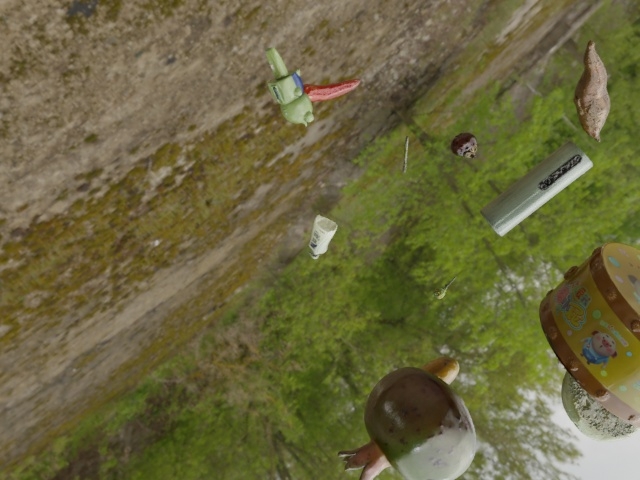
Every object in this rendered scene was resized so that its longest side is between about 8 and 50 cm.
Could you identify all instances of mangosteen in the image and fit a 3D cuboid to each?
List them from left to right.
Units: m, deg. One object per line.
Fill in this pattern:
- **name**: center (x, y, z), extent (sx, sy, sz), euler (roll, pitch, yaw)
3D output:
- **mangosteen**: center (0.427, -0.282, 1.735), extent (0.081, 0.081, 0.081), euler (-42, 177, -3)

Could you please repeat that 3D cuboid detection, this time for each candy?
- **candy**: center (0.418, 0.152, 1.944), extent (0.123, 0.035, 0.035), euler (-38, 169, -34)

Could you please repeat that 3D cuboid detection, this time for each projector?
- **projector**: center (0.643, -0.154, 1.753), extent (0.337, 0.108, 0.108), euler (-40, 177, 15)

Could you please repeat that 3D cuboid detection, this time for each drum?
- **drum**: center (0.756, 0.219, 1.378), extent (0.431, 0.431, 0.214), euler (-37, 163, -54)

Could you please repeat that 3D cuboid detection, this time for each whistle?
- **whistle**: center (-0.086, -0.405, 1.552), extent (0.085, 0.227, 0.105), euler (-37, -153, -24)

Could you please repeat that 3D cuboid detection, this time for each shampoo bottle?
- **shampoo bottle**: center (0.000, 0.000, 1.247), extent (0.141, 0.049, 0.034), euler (108, 8, -57)

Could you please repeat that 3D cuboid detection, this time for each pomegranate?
- **pomegranate**: center (0.224, 0.483, 1.424), extent (0.323, 0.291, 0.291), euler (-56, 180, -12)

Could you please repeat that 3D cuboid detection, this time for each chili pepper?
- **chili pepper**: center (0.013, -0.527, 2.057), extent (0.273, 0.063, 0.071), euler (-11, 160, -10)

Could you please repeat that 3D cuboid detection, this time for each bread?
- **bread**: center (0.807, 0.435, 1.635), extent (0.267, 0.267, 0.040), euler (-41, 179, -7)

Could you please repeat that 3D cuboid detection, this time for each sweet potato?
- **sweet potato**: center (0.522, -0.293, 1.128), extent (0.068, 0.068, 0.226), euler (-41, 132, -16)

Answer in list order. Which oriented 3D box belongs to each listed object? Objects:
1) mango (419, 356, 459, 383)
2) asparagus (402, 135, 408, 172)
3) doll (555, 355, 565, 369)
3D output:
- **mango**: center (0.328, 0.393, 1.680), extent (0.178, 0.090, 0.115), euler (-48, 170, 24)
- **asparagus**: center (0.284, -0.285, 1.942), extent (0.016, 0.013, 0.166), euler (-56, 157, -31)
- **doll**: center (0.845, 0.373, 1.956), extent (0.115, 0.105, 0.221), euler (-28, 169, 18)
